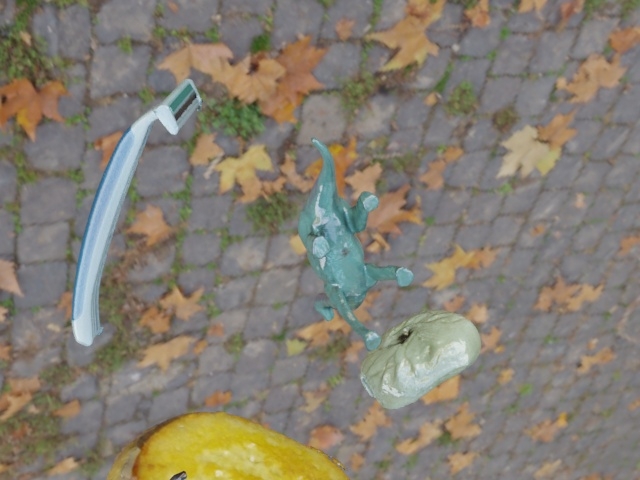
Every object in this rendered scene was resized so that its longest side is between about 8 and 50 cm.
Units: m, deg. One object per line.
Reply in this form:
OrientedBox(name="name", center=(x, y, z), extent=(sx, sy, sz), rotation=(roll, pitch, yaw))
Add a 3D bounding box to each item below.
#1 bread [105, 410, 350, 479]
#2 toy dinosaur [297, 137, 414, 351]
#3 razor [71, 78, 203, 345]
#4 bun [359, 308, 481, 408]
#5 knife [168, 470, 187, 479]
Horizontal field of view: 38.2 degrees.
OrientedBox(name="bread", center=(-0.134, 0.403, 1.216), extent=(0.398, 0.398, 0.215), rotation=(1, 123, -37))
OrientedBox(name="toy dinosaur", center=(0.000, 0.000, 1.442), extent=(0.129, 0.331, 0.383), rotation=(-26, 109, -16))
OrientedBox(name="razor", center=(-0.130, -0.014, 0.593), extent=(0.037, 0.068, 0.191), rotation=(26, 114, -4))
OrientedBox(name="bun", center=(0.169, 0.193, 1.603), extent=(0.221, 0.108, 0.221), rotation=(-30, -174, 3))
OrientedBox(name="knife", center=(0.010, 0.233, 0.584), extent=(0.043, 0.365, 0.089), rotation=(45, 66, -41))
